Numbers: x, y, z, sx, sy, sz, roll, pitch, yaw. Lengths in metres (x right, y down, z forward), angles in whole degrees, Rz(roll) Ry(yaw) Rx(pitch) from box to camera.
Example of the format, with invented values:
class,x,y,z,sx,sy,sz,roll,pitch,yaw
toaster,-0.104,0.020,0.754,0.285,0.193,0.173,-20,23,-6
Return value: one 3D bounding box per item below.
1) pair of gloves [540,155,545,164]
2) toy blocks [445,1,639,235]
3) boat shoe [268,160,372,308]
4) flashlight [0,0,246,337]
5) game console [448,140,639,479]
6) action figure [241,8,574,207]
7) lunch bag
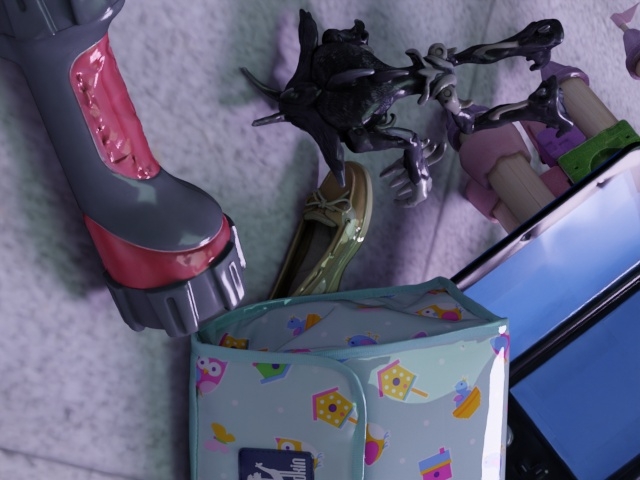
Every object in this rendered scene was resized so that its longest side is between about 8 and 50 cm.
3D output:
class,x,y,z,sx,sy,sz,roll,pitch,yaw
pair of gloves,0.278,-0.094,1.751,0.074,0.010,0.083,-50,134,-38
toy blocks,0.284,-0.089,1.566,0.289,0.260,0.309,-32,142,-1
boat shoe,-0.002,0.000,1.286,0.048,0.056,0.153,26,85,-48
flashlight,-0.133,-0.077,1.007,0.103,0.103,0.304,-49,137,-39
game console,0.254,0.100,1.389,0.293,0.250,0.173,-37,170,-3
action figure,0.068,-0.113,1.261,0.141,0.276,0.164,106,-26,-63
lunch bag,0.015,0.162,1.231,0.262,0.160,0.223,-8,110,-25
